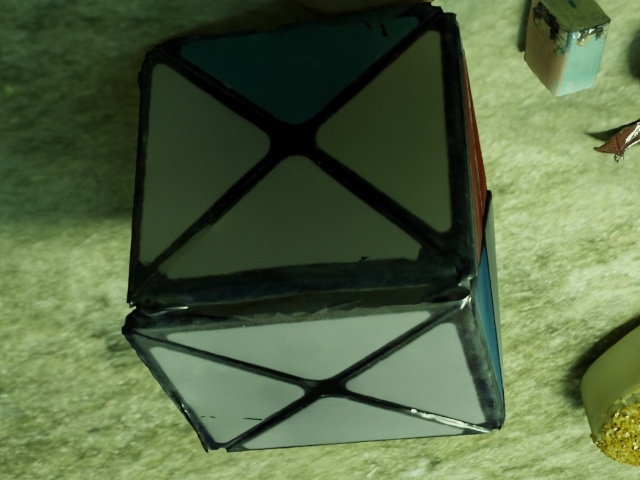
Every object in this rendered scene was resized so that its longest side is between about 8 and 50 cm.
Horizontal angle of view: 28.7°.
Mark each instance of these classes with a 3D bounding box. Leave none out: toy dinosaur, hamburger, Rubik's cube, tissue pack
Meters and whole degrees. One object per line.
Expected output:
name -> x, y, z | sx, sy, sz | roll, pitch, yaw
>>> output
toy dinosaur -> 0.417, -0.129, 1.495 | 0.220, 0.032, 0.108 | -10, 140, -21
hamburger -> 0.542, 0.237, 1.915 | 0.276, 0.179, 0.294 | 12, 132, -40
Rubik's cube -> 0.000, 0.000, 1.159 | 0.310, 0.307, 0.305 | -8, 148, 10
tissue pack -> 0.248, -0.203, 1.270 | 0.058, 0.074, 0.094 | -20, 144, -16

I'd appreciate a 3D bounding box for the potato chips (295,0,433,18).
potato chips -> 0.052, -0.254, 1.106 | 0.195, 0.062, 0.208 | -23, 143, -2
